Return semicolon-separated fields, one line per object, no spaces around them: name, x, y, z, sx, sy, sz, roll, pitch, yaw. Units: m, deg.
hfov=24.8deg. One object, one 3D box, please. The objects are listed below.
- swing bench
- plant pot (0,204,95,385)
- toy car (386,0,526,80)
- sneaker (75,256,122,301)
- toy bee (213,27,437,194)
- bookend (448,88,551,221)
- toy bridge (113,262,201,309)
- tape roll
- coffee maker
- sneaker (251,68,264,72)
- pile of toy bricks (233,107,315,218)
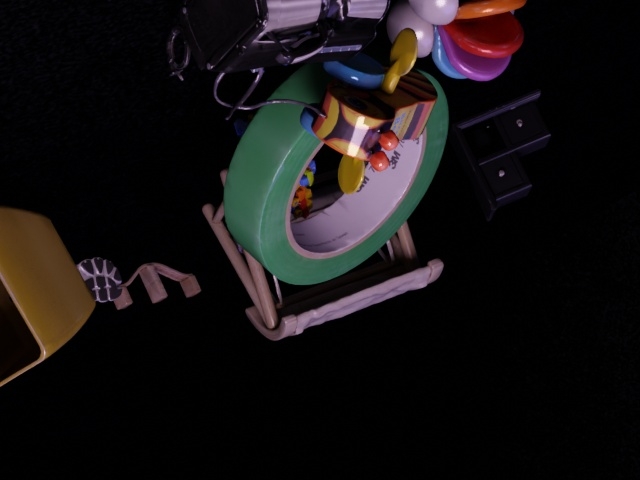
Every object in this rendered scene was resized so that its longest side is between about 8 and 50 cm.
swing bench;0.000;0.000;2.115;0.253;0.255;0.165;-19;166;-20
plant pot;-0.415;0.074;1.844;0.212;0.212;0.187;-31;179;28
toy car;0.177;-0.254;1.689;0.159;0.136;0.182;-19;166;-22
sneaker;-0.376;0.065;2.180;0.170;0.068;0.071;-2;171;-38
toy bee;0.043;-0.128;1.618;0.298;0.162;0.195;-27;143;-33
bookend;0.309;-0.136;2.333;0.156;0.157;0.072;-22;167;-6
toy bridge;-0.270;0.068;2.333;0.026;0.063;0.188;-33;165;33
tape roll;0.023;-0.095;1.852;0.321;0.077;0.321;-32;144;-26
coffee maker;-0.044;-0.235;1.483;0.178;0.120;0.171;-11;-175;-40
sneaker;-0.077;-0.212;1.584;0.135;0.058;0.052;-10;161;-43
pile of toy bricks;-0.042;-0.128;1.931;0.105;0.118;0.212;-49;156;-18
